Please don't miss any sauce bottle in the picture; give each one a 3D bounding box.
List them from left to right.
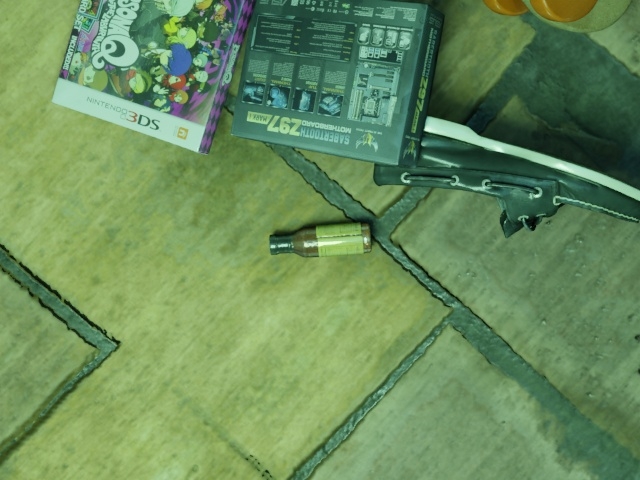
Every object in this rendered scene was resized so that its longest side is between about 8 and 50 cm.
[{"bbox_3d":[0.000,0.000,1.206,0.128,0.042,0.042,-2,96,3],"label":"sauce bottle"}]

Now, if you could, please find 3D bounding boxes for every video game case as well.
[{"bbox_3d":[-0.200,-0.245,1.167,0.210,0.042,0.232,20,96,14],"label":"video game case"}]

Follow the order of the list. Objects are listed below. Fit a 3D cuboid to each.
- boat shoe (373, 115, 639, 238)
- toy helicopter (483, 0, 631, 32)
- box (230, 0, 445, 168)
[{"bbox_3d":[0.221,-0.062,1.150,0.340,0.127,0.113,18,97,2],"label":"boat shoe"},{"bbox_3d":[0.320,-0.419,1.100,0.235,0.140,0.355,-7,108,-20],"label":"toy helicopter"},{"bbox_3d":[0.016,-0.193,1.132,0.233,0.059,0.183,12,95,28],"label":"box"}]
